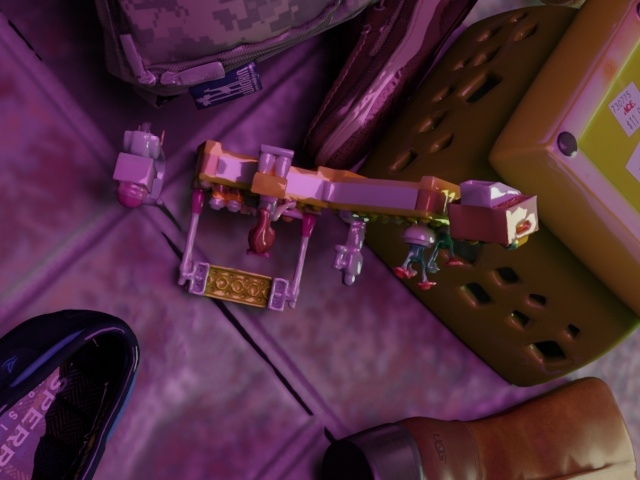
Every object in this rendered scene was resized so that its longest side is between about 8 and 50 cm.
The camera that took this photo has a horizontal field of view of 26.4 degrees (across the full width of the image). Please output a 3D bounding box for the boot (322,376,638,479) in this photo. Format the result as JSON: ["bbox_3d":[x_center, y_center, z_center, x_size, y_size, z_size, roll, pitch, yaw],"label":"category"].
[{"bbox_3d":[0.140,0.251,1.036,0.280,0.096,0.264,-4,75,-39],"label":"boot"}]

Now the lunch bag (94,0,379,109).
[{"bbox_3d":[-0.066,-0.270,0.891,0.256,0.212,0.305,-32,125,-22],"label":"lunch bag"}]

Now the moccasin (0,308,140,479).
[{"bbox_3d":[-0.222,0.174,0.797,0.137,0.117,0.342,34,65,-21],"label":"moccasin"}]

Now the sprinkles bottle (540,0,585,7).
[{"bbox_3d":[0.348,-0.257,1.218,0.355,0.121,0.121,-3,82,-31],"label":"sprinkles bottle"}]

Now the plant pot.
[{"bbox_3d":[0.192,-0.048,1.036,0.227,0.207,0.228,44,61,-16],"label":"plant pot"}]

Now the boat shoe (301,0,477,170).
[{"bbox_3d":[0.046,-0.164,1.053,0.095,0.095,0.257,33,64,6],"label":"boat shoe"}]

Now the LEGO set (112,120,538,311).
[{"bbox_3d":[0.000,0.000,0.931,0.286,0.132,0.107,11,86,10],"label":"LEGO set"}]
